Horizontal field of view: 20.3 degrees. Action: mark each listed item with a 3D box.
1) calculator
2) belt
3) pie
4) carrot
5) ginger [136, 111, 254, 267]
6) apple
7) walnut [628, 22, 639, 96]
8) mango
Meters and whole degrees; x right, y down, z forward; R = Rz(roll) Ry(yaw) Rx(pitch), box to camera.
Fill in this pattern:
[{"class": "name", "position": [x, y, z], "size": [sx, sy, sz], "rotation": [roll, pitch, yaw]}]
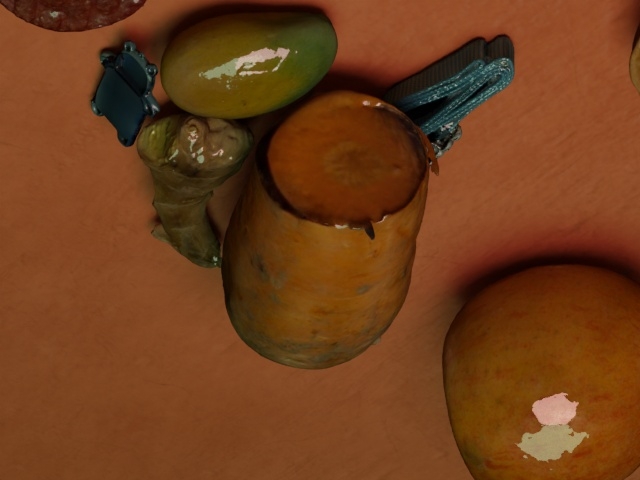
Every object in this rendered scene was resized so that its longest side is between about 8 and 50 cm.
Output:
[{"class": "calculator", "position": [-0.213, -0.163, 1.955], "size": [0.094, 0.019, 0.141], "rotation": [48, 144, 11]}, {"class": "belt", "position": [0.150, -0.156, 1.986], "size": [0.179, 0.065, 0.100], "rotation": [-30, 123, 30]}, {"class": "pie", "position": [-0.257, -0.283, 1.825], "size": [0.182, 0.050, 0.182], "rotation": [-3, 141, -2]}, {"class": "carrot", "position": [0.000, 0.000, 2.025], "size": [0.224, 0.224, 0.341], "rotation": [2, 147, -5]}, {"class": "ginger", "position": [-0.142, -0.061, 2.078], "size": [0.131, 0.086, 0.294], "rotation": [-9, 148, -6]}, {"class": "apple", "position": [0.301, 0.178, 2.207], "size": [0.275, 0.299, 0.299], "rotation": [-9, 140, 16]}, {"class": "walnut", "position": [0.413, -0.236, 1.881], "size": [0.167, 0.087, 0.211], "rotation": [26, 135, -38]}, {"class": "mango", "position": [-0.075, -0.192, 1.916], "size": [0.194, 0.092, 0.130], "rotation": [-21, 135, 8]}]
